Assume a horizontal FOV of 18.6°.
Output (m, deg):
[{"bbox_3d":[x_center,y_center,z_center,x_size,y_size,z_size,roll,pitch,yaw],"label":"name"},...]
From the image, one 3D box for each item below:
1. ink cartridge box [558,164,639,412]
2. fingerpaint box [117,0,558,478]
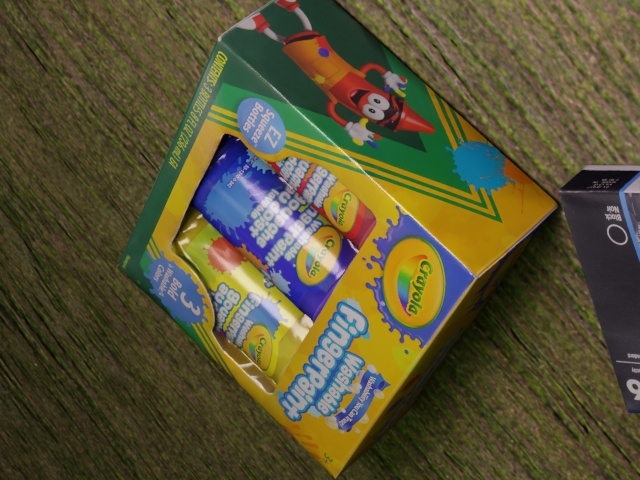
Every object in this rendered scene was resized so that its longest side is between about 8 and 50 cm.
[{"bbox_3d":[0.361,0.082,1.945,0.165,0.065,0.332,1,121,44],"label":"ink cartridge box"},{"bbox_3d":[0.000,0.000,2.159,0.371,0.163,0.445,44,142,10],"label":"fingerpaint box"}]
